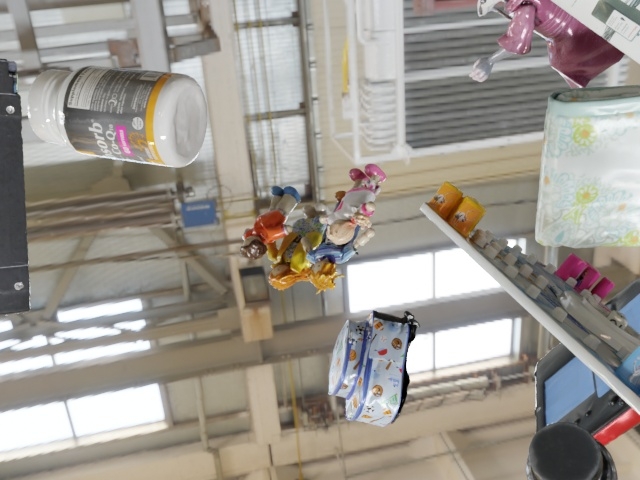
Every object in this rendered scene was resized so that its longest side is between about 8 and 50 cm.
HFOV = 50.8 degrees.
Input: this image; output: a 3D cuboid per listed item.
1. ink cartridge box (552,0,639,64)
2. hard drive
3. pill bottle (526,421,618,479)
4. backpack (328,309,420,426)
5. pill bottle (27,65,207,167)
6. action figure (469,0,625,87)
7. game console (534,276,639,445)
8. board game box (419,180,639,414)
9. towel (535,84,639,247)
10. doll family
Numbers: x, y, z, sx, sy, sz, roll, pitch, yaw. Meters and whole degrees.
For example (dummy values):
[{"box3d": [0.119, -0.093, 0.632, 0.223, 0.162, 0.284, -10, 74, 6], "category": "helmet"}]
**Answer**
[{"box3d": [0.436, -0.354, 0.945, 0.208, 0.087, 0.153, 39, -122, 7], "category": "ink cartridge box"}, {"box3d": [-0.485, -0.078, 0.964, 0.064, 0.339, 0.237, -4, -170, -38], "category": "hard drive"}, {"box3d": [0.370, 0.352, 0.981, 0.123, 0.219, 0.122, -16, -133, 17], "category": "pill bottle"}, {"box3d": [0.131, 0.332, 1.710, 0.213, 0.276, 0.263, 3, -118, -3], "category": "backpack"}, {"box3d": [-0.353, -0.221, 1.177, 0.278, 0.162, 0.162, 8, -153, 16], "category": "pill bottle"}, {"box3d": [0.450, -0.430, 1.291, 0.370, 0.248, 0.276, 14, 171, -27], "category": "action figure"}, {"box3d": [0.541, 0.248, 1.300, 0.060, 0.342, 0.386, 43, -153, -2], "category": "game console"}, {"box3d": [0.350, 0.096, 0.804, 0.390, 0.050, 0.390, 22, -161, -39], "category": "board game box"}, {"box3d": [0.607, -0.132, 1.263, 0.375, 0.320, 0.090, -1, -150, 10], "category": "towel"}, {"box3d": [0.000, 0.000, 0.982, 0.263, 0.118, 0.163, -11, -139, 41], "category": "doll family"}]
